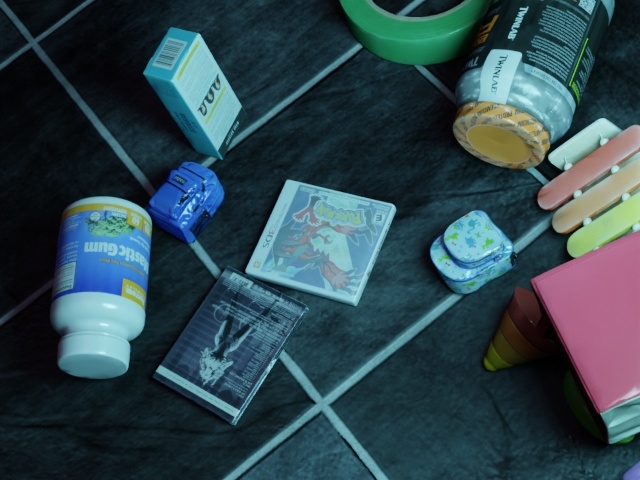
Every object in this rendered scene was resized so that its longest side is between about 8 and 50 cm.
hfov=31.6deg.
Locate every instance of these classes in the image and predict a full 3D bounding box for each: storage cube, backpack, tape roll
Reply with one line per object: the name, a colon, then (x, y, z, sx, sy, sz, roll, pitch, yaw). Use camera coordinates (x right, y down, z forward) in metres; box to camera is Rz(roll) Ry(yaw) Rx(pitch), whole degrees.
storage cube: (0.400, 0.122, 1.441, 0.215, 0.183, 0.193, -26, 62, 6)
backpack: (-0.223, -0.073, 1.913, 0.098, 0.101, 0.120, 31, 71, 21)
tape roll: (0.191, -0.463, 2.015, 0.321, 0.077, 0.321, -7, 62, 13)
backpack: (0.229, 0.017, 1.742, 0.114, 0.084, 0.105, -35, 57, -1)

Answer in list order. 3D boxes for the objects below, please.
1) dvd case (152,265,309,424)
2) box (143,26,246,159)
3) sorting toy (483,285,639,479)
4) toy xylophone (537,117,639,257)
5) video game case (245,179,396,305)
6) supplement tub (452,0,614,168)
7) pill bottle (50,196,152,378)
dvd case: (-0.143, 0.164, 1.809, 0.164, 0.018, 0.221, 25, 71, 25)
box: (-0.208, -0.245, 1.914, 0.060, 0.244, 0.100, 17, 69, 24)
sorting toy: (0.342, 0.242, 1.598, 0.126, 0.127, 0.365, -45, 58, 25)
toy xylophone: (0.458, -0.040, 1.657, 0.236, 0.081, 0.322, -45, 47, 32)
video game case: (0.000, 0.000, 1.852, 0.201, 0.023, 0.183, 15, 68, 22)
supplement tub: (0.335, -0.285, 1.809, 0.193, 0.193, 0.316, 15, 67, 23)
pill bottle: (-0.357, 0.079, 1.838, 0.152, 0.152, 0.272, -8, 61, 12)
